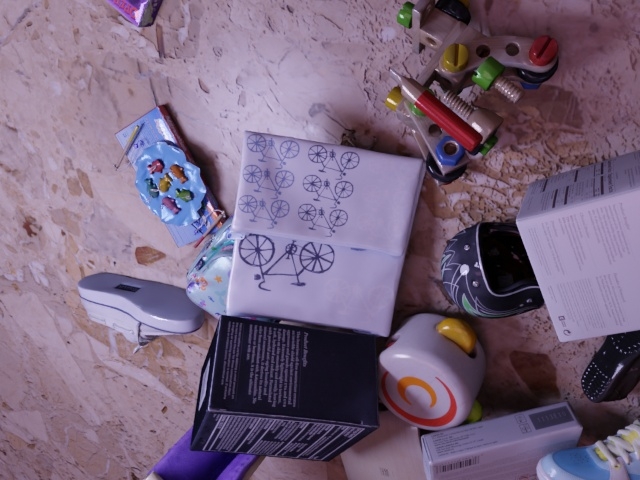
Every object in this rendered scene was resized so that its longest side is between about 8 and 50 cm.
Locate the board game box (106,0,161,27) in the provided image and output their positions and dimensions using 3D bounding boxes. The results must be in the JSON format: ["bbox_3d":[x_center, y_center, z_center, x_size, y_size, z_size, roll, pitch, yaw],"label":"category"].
[{"bbox_3d":[-0.417,-0.588,1.073,0.347,0.056,0.208,41,119,4],"label":"board game box"}]

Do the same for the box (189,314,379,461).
[{"bbox_3d":[-0.077,0.294,1.104,0.294,0.182,0.296,11,146,-13],"label":"box"}]

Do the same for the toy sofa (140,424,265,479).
[{"bbox_3d":[-0.209,0.437,1.240,0.150,0.362,0.177,47,129,1],"label":"toy sofa"}]

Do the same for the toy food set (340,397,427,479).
[{"bbox_3d":[0.159,0.472,1.255,0.220,0.092,0.305,-3,109,39],"label":"toy food set"}]

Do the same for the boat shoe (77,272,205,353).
[{"bbox_3d":[-0.423,0.191,1.366,0.367,0.136,0.156,10,115,25],"label":"boat shoe"}]

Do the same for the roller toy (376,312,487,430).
[{"bbox_3d":[0.205,0.238,1.082,0.191,0.146,0.209,-1,119,34],"label":"roller toy"}]

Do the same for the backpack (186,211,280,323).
[{"bbox_3d":[-0.125,0.054,1.140,0.225,0.191,0.253,39,114,-9],"label":"backpack"}]

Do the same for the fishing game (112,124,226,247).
[{"bbox_3d":[-0.320,-0.111,1.209,0.264,0.041,0.189,47,126,-1],"label":"fishing game"}]

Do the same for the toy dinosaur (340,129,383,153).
[{"bbox_3d":[0.048,-0.148,1.042,0.183,0.053,0.092,17,119,18],"label":"toy dinosaur"}]

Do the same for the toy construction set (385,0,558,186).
[{"bbox_3d":[0.165,-0.232,0.819,0.237,0.309,0.257,42,115,9],"label":"toy construction set"}]

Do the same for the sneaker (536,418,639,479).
[{"bbox_3d":[0.526,0.328,0.957,0.319,0.127,0.208,1,111,-5],"label":"sneaker"}]

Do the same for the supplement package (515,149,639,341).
[{"bbox_3d":[0.452,-0.007,0.827,0.263,0.198,0.199,-17,103,30],"label":"supplement package"}]

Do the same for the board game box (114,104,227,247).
[{"bbox_3d":[-0.318,-0.131,1.237,0.145,0.027,0.281,-20,102,32],"label":"board game box"}]

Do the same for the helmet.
[{"bbox_3d":[0.279,0.050,0.951,0.162,0.169,0.169,2,114,4],"label":"helmet"}]

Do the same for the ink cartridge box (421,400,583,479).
[{"bbox_3d":[0.333,0.417,1.084,0.275,0.060,0.238,-13,133,-1],"label":"ink cartridge box"}]

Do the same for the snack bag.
[{"bbox_3d":[0.000,0.000,1.014,0.323,0.037,0.342,9,102,-9],"label":"snack bag"}]

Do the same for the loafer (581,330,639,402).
[{"bbox_3d":[0.522,0.182,0.961,0.079,0.080,0.220,13,121,-17],"label":"loafer"}]
